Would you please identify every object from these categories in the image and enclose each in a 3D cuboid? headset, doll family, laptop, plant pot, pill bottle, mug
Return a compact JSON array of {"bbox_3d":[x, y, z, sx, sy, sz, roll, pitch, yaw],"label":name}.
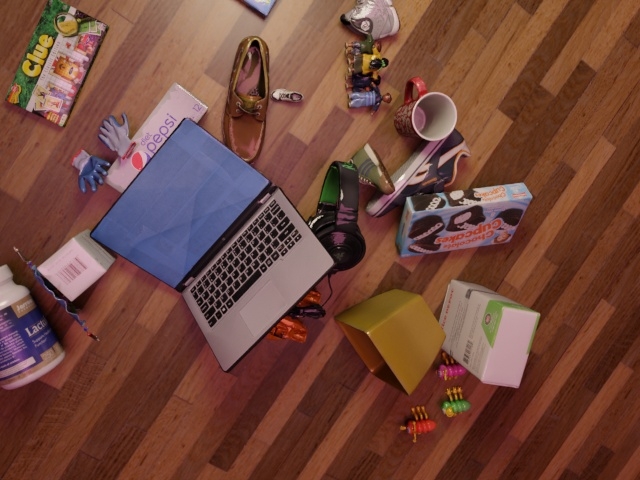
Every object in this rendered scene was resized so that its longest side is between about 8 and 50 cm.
[{"bbox_3d":[0.000,0.000,1.335,0.186,0.243,0.393,6,97,-11],"label":"headset"},{"bbox_3d":[0.122,-0.412,1.370,0.112,0.076,0.192,-6,126,-8],"label":"doll family"},{"bbox_3d":[-0.253,0.020,1.237,0.382,0.407,0.236,-46,149,15],"label":"laptop"},{"bbox_3d":[0.199,0.245,1.447,0.187,0.212,0.212,-38,105,-15],"label":"plant pot"},{"bbox_3d":[-0.729,0.199,1.278,0.153,0.153,0.264,-25,104,-6],"label":"pill bottle"},{"bbox_3d":[0.256,-0.323,1.368,0.113,0.169,0.150,4,98,-11],"label":"mug"}]

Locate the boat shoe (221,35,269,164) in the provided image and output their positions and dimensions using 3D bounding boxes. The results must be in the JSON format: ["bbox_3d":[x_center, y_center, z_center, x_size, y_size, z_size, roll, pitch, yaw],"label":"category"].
[{"bbox_3d":[-0.180,-0.332,1.315,0.111,0.104,0.307,1,100,-11],"label":"boat shoe"}]

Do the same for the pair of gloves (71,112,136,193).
[{"bbox_3d":[-0.502,-0.206,1.263,0.198,0.159,0.023,-51,145,3],"label":"pair of gloves"}]

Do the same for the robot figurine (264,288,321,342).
[{"bbox_3d":[-0.156,0.154,1.415,0.291,0.085,0.210,19,93,-14],"label":"robot figurine"}]

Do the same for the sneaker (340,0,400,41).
[{"bbox_3d":[0.098,-0.594,1.336,0.132,0.086,0.228,-26,104,-3],"label":"sneaker"}]

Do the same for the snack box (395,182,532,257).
[{"bbox_3d":[0.370,-0.051,1.441,0.322,0.060,0.187,-8,143,-9],"label":"snack box"}]

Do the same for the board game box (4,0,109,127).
[{"bbox_3d":[-0.606,-0.408,1.261,0.136,0.030,0.259,25,94,-12],"label":"board game box"}]

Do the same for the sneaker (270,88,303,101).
[{"bbox_3d":[-0.082,-0.362,1.364,0.084,0.037,0.031,0,101,-9],"label":"sneaker"}]

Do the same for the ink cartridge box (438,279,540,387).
[{"bbox_3d":[0.428,0.236,1.447,0.115,0.273,0.198,11,98,-15],"label":"ink cartridge box"}]

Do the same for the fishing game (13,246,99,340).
[{"bbox_3d":[-0.606,0.127,1.281,0.041,0.189,0.264,-42,88,-22],"label":"fishing game"}]

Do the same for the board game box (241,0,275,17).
[{"bbox_3d":[-0.178,-0.660,1.293,0.212,0.039,0.160,31,93,-14],"label":"board game box"}]

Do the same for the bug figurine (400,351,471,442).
[{"bbox_3d":[0.322,0.434,1.563,0.217,0.072,0.278,-11,101,-9],"label":"bug figurine"}]

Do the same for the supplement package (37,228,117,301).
[{"bbox_3d":[-0.558,0.052,1.270,0.105,0.179,0.105,-43,105,-5],"label":"supplement package"}]

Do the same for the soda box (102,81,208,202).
[{"bbox_3d":[-0.389,-0.232,1.300,0.098,0.091,0.286,36,92,-16],"label":"soda box"}]

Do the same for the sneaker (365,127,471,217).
[{"bbox_3d":[0.263,-0.157,1.421,0.127,0.126,0.321,44,89,-10],"label":"sneaker"}]

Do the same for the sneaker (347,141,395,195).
[{"bbox_3d":[0.121,-0.162,1.374,0.086,0.192,0.064,-35,133,16],"label":"sneaker"}]
